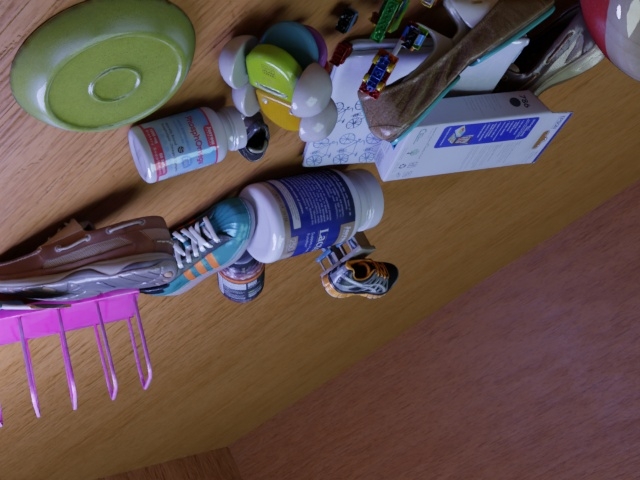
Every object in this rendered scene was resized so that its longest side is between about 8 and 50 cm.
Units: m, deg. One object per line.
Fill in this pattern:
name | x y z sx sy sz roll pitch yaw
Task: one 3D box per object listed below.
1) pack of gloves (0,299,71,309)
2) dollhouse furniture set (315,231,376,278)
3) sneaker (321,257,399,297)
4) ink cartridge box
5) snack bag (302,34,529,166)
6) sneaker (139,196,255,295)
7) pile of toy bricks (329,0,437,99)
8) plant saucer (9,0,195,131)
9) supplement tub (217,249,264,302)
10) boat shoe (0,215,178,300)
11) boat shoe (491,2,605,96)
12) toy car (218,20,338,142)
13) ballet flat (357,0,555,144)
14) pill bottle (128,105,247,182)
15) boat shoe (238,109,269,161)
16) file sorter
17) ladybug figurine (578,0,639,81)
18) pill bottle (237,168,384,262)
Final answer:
pack of gloves | -0.553 0.090 1.257 0.232 0.046 0.195 -3 178 32
dollhouse furniture set | 0.000 0.000 1.720 0.129 0.129 0.184 -39 159 27
sneaker | 0.105 0.077 1.741 0.215 0.084 0.083 -8 148 -44
ink cartridge box | 0.276 -0.193 1.433 0.333 0.065 0.165 -7 151 -20
snack bag | 0.156 -0.237 1.377 0.343 0.037 0.323 -7 153 -18
sneaker | -0.248 0.023 1.480 0.302 0.108 0.121 -39 162 31
pile of toy bricks | 0.104 -0.322 1.134 0.212 0.118 0.105 -60 175 29
plant saucer | -0.263 -0.208 0.992 0.241 0.037 0.241 -25 160 -10
supplement tub | -0.169 0.054 1.670 0.106 0.106 0.198 -23 160 -15
boat shoe | -0.391 0.028 1.292 0.324 0.116 0.123 -8 164 5
boat shoe | 0.364 -0.320 1.470 0.342 0.123 0.123 -29 133 34
toy car | -0.042 -0.234 1.100 0.136 0.159 0.182 -60 165 -13
ballet flat | 0.194 -0.294 1.196 0.342 0.124 0.116 -39 -170 7
pill bottle | -0.194 -0.147 1.161 0.160 0.087 0.087 -21 159 -21
boat shoe | -0.110 -0.163 1.287 0.056 0.049 0.152 -25 161 -9
file sorter | -0.472 0.217 1.460 0.291 0.182 0.202 -11 164 -20
ladybug figurine | 0.564 -0.420 1.300 0.449 0.162 0.305 -4 118 -46
pill bottle | -0.016 -0.057 1.523 0.265 0.153 0.153 -15 157 -32
